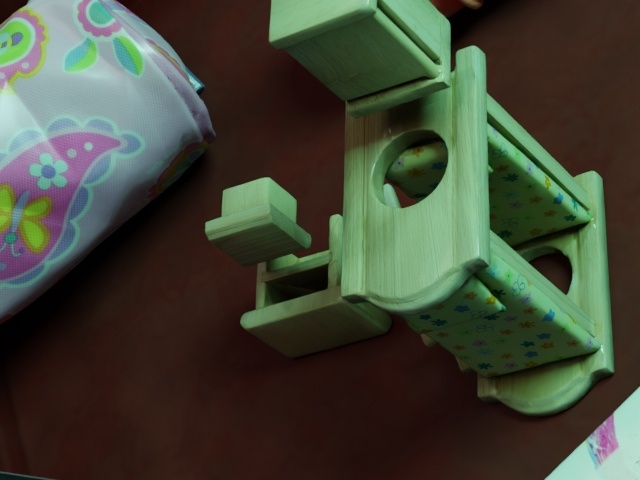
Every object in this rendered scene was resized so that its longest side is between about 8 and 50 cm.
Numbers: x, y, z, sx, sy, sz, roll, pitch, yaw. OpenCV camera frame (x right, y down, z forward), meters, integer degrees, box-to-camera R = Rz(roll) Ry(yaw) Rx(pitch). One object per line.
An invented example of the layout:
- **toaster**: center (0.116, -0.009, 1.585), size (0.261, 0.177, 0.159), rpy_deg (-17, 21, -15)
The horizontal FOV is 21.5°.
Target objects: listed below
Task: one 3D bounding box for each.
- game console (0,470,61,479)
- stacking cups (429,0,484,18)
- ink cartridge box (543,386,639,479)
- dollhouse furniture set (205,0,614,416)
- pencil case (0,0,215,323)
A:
- **game console**: center (-0.202, 0.266, 0.740), size (0.387, 0.060, 0.342), rpy_deg (1, 65, 40)
- **stacking cups**: center (0.124, -0.181, 0.724), size (0.316, 0.096, 0.096), rpy_deg (-36, 47, 19)
- **ink cartridge box**: center (0.123, 0.112, 0.549), size (0.181, 0.061, 0.104), rpy_deg (-45, 57, 3)
- **dollhouse furniture set**: center (0.000, 0.000, 0.648), size (0.161, 0.182, 0.101), rpy_deg (-17, 55, 30)
- **pencil case**: center (-0.184, -0.012, 0.812), size (0.284, 0.124, 0.124), rpy_deg (-40, 45, -4)
